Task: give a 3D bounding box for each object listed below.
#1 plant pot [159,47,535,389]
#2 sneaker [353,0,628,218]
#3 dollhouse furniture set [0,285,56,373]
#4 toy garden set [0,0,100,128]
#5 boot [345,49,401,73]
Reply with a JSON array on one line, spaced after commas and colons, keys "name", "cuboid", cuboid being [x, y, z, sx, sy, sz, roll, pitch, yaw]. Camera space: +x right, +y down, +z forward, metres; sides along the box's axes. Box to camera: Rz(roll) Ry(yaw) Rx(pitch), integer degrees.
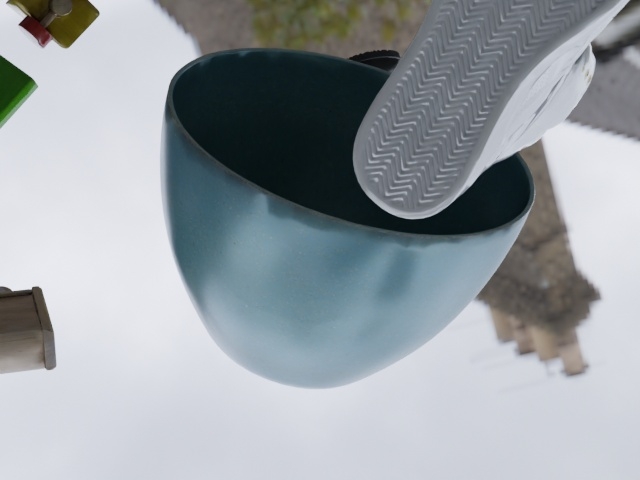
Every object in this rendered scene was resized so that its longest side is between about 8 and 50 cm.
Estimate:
[{"name": "plant pot", "cuboid": [0.000, 0.000, 1.329, 0.290, 0.195, 0.290, 14, -151, -8]}, {"name": "sneaker", "cuboid": [0.139, -0.153, 1.039, 0.292, 0.108, 0.169, -52, 171, 27]}, {"name": "dollhouse furniture set", "cuboid": [-0.363, -0.052, 1.658, 0.174, 0.355, 0.303, -6, -158, -14]}, {"name": "toy garden set", "cuboid": [-0.309, -0.172, 1.344, 0.244, 0.049, 0.204, 35, -103, 23]}, {"name": "boot", "cuboid": [0.035, -0.134, 1.696, 0.121, 0.045, 0.099, -14, -115, -8]}]
